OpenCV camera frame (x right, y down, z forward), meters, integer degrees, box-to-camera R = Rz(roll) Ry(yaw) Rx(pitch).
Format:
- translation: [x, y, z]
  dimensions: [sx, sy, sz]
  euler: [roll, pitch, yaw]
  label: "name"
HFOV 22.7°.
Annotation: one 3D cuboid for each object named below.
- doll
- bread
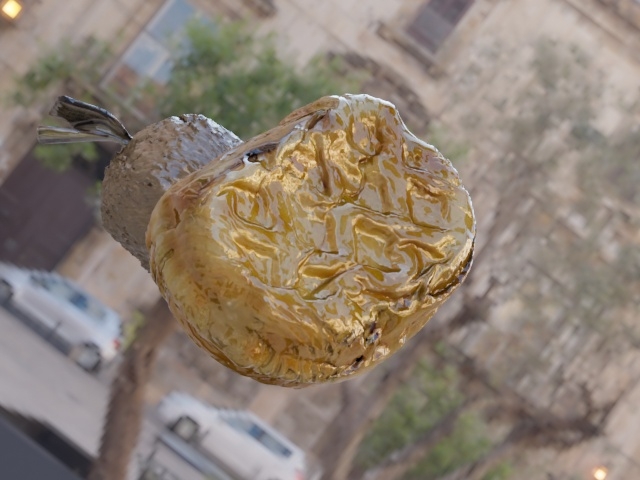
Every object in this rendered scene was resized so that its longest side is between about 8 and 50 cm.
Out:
- translation: [-0.083, -0.024, 1.045]
  dimensions: [0.221, 0.105, 0.115]
  euler: [46, 10, -12]
  label: "doll"
- translation: [0.000, 0.000, 0.496]
  dimensions: [0.083, 0.110, 0.044]
  euler: [47, -40, 8]
  label: "bread"
